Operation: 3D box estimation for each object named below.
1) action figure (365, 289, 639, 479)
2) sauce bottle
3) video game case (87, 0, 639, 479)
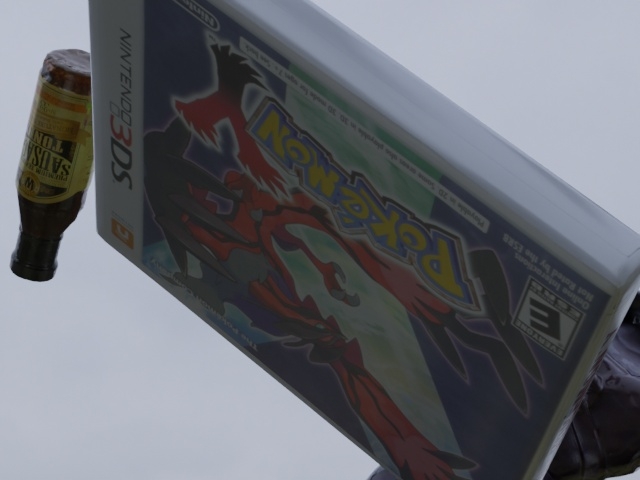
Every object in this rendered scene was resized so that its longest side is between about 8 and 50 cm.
[{"bbox_3d":[0.059,0.104,0.623,0.285,0.185,0.099,-38,-31,-18],"label":"action figure"},{"bbox_3d":[-0.141,-0.038,0.825,0.042,0.042,0.128,9,-66,-15],"label":"sauce bottle"},{"bbox_3d":[0.000,0.000,0.509,0.201,0.023,0.183,37,-30,17],"label":"video game case"}]
